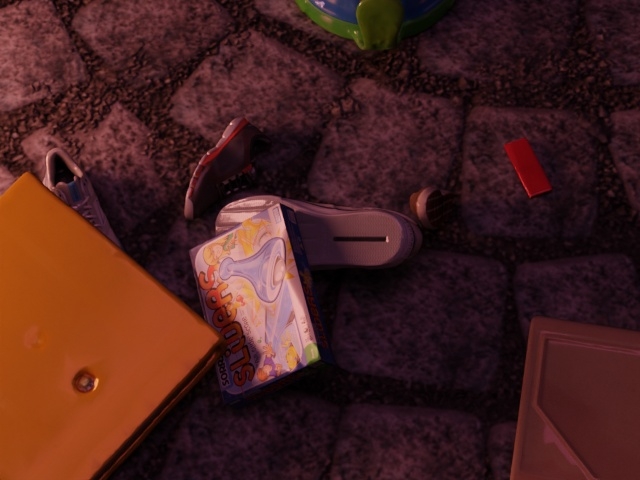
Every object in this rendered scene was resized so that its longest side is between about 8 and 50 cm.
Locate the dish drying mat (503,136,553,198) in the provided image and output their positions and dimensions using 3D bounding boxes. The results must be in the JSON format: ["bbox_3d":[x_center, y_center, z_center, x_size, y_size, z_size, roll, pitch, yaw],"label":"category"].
[{"bbox_3d":[0.259,-0.090,1.880,0.032,0.008,0.083,-18,62,-8],"label":"dish drying mat"}]

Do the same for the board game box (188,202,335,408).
[{"bbox_3d":[-0.070,0.075,1.727,0.136,0.035,0.201,-28,63,23],"label":"board game box"}]

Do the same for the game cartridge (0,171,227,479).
[{"bbox_3d":[-0.316,0.119,1.711,0.324,0.052,0.285,39,77,18],"label":"game cartridge"}]

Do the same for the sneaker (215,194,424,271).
[{"bbox_3d":[0.000,0.000,1.790,0.258,0.091,0.094,8,89,26],"label":"sneaker"}]

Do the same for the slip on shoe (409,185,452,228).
[{"bbox_3d":[0.125,-0.042,1.791,0.041,0.135,0.051,6,98,15],"label":"slip on shoe"}]

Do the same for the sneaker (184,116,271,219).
[{"bbox_3d":[-0.112,-0.084,1.854,0.065,0.061,0.158,28,64,9],"label":"sneaker"}]

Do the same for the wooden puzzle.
[{"bbox_3d":[0.334,0.202,1.694,0.221,0.044,0.238,9,56,6],"label":"wooden puzzle"}]

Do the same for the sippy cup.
[{"bbox_3d":[0.072,-0.415,1.947,0.240,0.224,0.305,-32,64,-17],"label":"sippy cup"}]

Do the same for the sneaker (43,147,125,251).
[{"bbox_3d":[-0.292,-0.031,1.812,0.071,0.083,0.190,-25,64,-15],"label":"sneaker"}]
